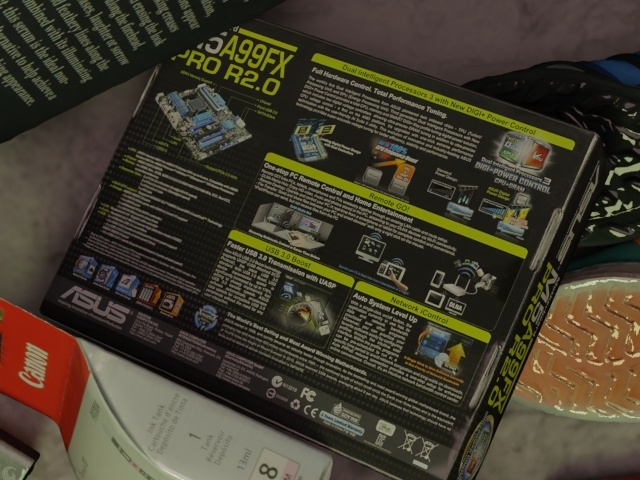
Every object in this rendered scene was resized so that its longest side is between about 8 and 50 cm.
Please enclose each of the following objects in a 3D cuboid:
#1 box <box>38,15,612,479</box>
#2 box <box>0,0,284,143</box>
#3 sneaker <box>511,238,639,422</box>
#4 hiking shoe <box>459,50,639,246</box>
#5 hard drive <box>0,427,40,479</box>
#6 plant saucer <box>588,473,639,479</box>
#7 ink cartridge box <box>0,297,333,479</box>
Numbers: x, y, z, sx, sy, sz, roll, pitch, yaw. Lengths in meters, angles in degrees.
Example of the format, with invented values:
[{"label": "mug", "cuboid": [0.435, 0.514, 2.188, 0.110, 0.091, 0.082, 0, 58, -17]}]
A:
[{"label": "box", "cuboid": [0.000, 0.000, 0.861, 0.270, 0.060, 0.216, 21, 81, 22]}, {"label": "box", "cuboid": [-0.236, -0.213, 0.811, 0.395, 0.212, 0.294, -27, 77, -1]}, {"label": "sneaker", "cuboid": [0.243, 0.026, 0.920, 0.302, 0.121, 0.108, -13, 114, 17]}, {"label": "hiking shoe", "cuboid": [0.210, -0.068, 0.909, 0.304, 0.132, 0.113, -3, 107, 21]}, {"label": "hard drive", "cuboid": [-0.255, 0.136, 0.933, 0.135, 0.022, 0.094, 32, 104, -2]}, {"label": "plant saucer", "cuboid": [0.280, 0.270, 0.932, 0.258, 0.048, 0.259, -7, 95, 3]}, {"label": "ink cartridge box", "cuboid": [-0.122, 0.119, 0.864, 0.232, 0.189, 0.066, 23, 65, -3]}]
